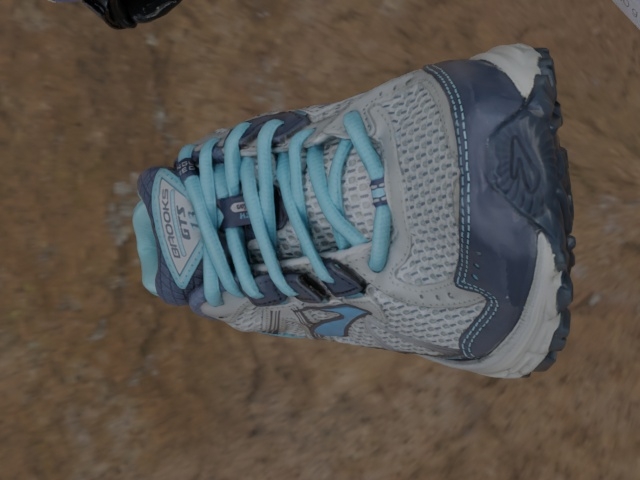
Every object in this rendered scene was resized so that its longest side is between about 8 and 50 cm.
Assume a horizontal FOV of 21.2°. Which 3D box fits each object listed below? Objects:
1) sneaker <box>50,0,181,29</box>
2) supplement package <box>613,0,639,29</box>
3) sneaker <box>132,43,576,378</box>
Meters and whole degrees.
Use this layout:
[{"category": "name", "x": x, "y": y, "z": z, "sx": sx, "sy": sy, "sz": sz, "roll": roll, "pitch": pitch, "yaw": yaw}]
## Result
[{"category": "sneaker", "x": -0.104, "y": -0.135, "z": 0.857, "sx": 0.084, "sy": 0.152, "sz": 0.058, "roll": 34, "pitch": 84, "yaw": 5}, {"category": "supplement package", "x": 0.192, "y": -0.278, "z": 0.841, "sx": 0.175, "sy": 0.293, "sz": 0.177, "roll": -30, "pitch": 64, "yaw": -13}, {"category": "sneaker", "x": 0.000, "y": 0.000, "z": 0.619, "sx": 0.122, "sy": 0.283, "sz": 0.110, "roll": -2, "pitch": 83, "yaw": -17}]
